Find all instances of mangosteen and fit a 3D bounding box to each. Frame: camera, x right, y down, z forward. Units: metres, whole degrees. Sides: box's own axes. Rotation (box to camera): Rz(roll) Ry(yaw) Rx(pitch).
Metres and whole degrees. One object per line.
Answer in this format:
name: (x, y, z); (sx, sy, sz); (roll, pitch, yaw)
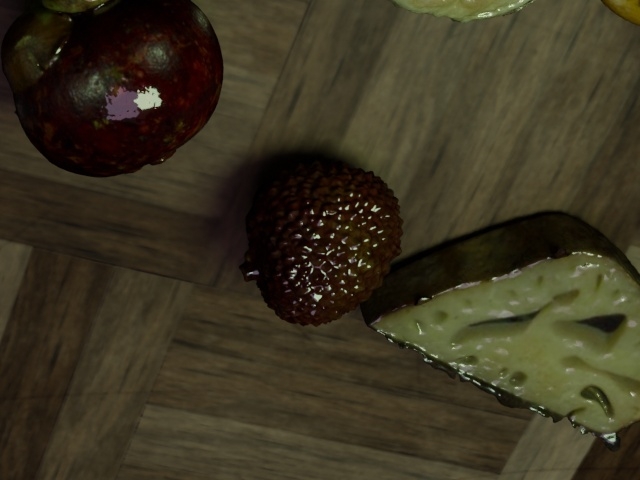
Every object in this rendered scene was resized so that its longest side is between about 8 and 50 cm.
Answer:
mangosteen: (-0.156, -0.132, 1.230); (0.181, 0.156, 0.146); (49, 138, -3)

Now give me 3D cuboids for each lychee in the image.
lychee: (0.001, -0.002, 1.348); (0.129, 0.123, 0.123); (-31, 124, 8)

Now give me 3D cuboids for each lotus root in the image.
lotus root: (0.183, 0.063, 1.451); (0.261, 0.074, 0.170); (32, 116, -25)

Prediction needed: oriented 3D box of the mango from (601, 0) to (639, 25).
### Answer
mango: (0.273, -0.241, 1.133); (0.191, 0.160, 0.290); (31, 134, -22)

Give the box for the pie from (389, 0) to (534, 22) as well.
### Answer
pie: (0.114, -0.234, 1.234); (0.218, 0.052, 0.185); (-14, 125, -1)
